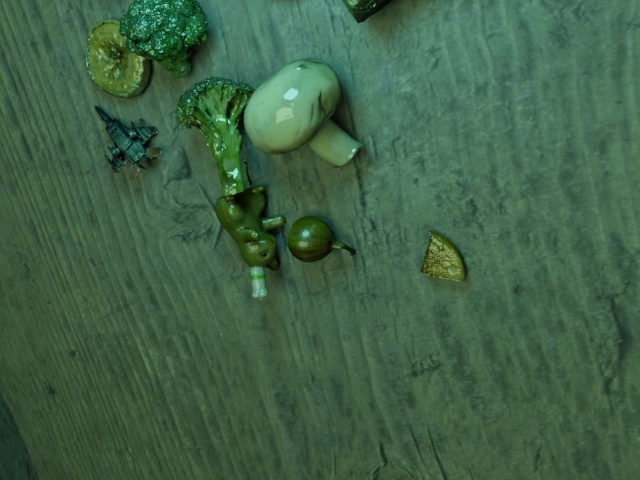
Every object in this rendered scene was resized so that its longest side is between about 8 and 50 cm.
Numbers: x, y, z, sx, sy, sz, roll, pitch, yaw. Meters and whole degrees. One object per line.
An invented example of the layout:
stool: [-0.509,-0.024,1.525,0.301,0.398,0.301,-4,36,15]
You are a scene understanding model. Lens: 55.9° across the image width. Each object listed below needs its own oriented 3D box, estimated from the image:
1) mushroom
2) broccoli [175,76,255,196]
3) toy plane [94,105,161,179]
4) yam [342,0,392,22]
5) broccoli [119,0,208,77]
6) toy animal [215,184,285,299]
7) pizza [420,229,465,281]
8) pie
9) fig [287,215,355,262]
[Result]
mushroom: [-0.037,-0.335,1.725,0.336,0.314,0.314,41,123,-17]
broccoli: [-0.324,-0.315,1.857,0.252,0.221,0.361,5,87,-11]
toy plane: [-0.704,-0.369,2.115,0.223,0.104,0.326,-45,82,4]
yam: [0.154,-0.698,1.521,0.271,0.201,0.202,-31,66,24]
broccoli: [-0.467,-0.626,1.845,0.270,0.270,0.270,13,146,21]
toy animal: [-0.204,-0.006,1.968,0.180,0.181,0.362,-27,94,40]
pizza: [0.357,0.062,1.791,0.178,0.041,0.131,45,119,4]
pie: [-0.690,-0.613,2.047,0.274,0.055,0.274,9,112,23]
fig: [-0.012,0.008,1.892,0.186,0.142,0.148,18,143,33]
